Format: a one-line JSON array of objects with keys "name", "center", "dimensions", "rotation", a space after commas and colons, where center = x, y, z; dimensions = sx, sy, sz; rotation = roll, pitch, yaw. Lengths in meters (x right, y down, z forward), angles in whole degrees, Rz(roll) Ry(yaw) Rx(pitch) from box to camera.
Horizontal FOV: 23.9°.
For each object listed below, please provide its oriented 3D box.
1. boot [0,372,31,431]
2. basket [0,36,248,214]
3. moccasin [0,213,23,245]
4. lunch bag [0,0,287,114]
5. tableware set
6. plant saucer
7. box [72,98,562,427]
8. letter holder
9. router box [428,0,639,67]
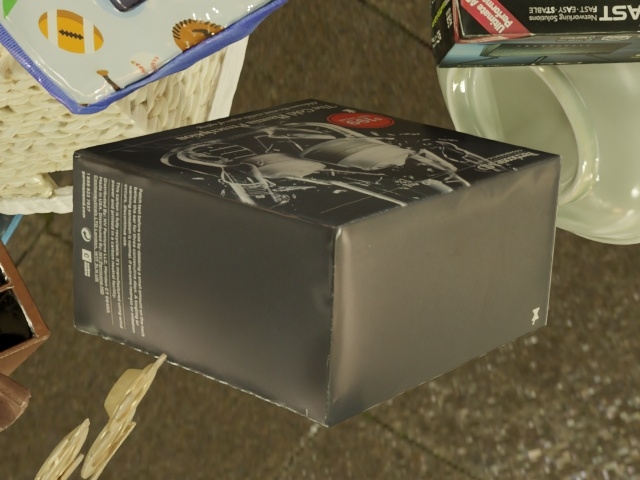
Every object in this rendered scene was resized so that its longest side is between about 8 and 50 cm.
[{"name": "boot", "center": [-0.317, 0.060, 0.956], "dimensions": [0.248, 0.090, 0.207], "rotation": [-11, 130, 48]}, {"name": "basket", "center": [-0.290, -0.233, 1.741], "dimensions": [0.328, 0.331, 0.266], "rotation": [-4, 152, 31]}, {"name": "moccasin", "center": [-0.502, -0.014, 2.054], "dimensions": [0.117, 0.342, 0.137], "rotation": [39, 70, -19]}, {"name": "lunch bag", "center": [-0.143, -0.324, 1.136], "dimensions": [0.328, 0.239, 0.385], "rotation": [-23, 84, 39]}, {"name": "tableware set", "center": [-0.159, 0.150, 1.042], "dimensions": [0.020, 0.141, 0.168], "rotation": [34, 145, 6]}, {"name": "plant saucer", "center": [0.249, -0.152, 1.714], "dimensions": [0.100, 0.400, 0.400], "rotation": [-33, 122, -27]}, {"name": "box", "center": [0.000, 0.000, 1.401], "dimensions": [0.312, 0.343, 0.179], "rotation": [17, 113, 36]}, {"name": "letter holder", "center": [-0.484, 0.125, 1.831], "dimensions": [0.214, 0.302, 0.152], "rotation": [-27, 86, -27]}, {"name": "router box", "center": [0.098, -0.078, 0.477], "dimensions": [0.122, 0.092, 0.038], "rotation": [-1, 91, 0]}]
